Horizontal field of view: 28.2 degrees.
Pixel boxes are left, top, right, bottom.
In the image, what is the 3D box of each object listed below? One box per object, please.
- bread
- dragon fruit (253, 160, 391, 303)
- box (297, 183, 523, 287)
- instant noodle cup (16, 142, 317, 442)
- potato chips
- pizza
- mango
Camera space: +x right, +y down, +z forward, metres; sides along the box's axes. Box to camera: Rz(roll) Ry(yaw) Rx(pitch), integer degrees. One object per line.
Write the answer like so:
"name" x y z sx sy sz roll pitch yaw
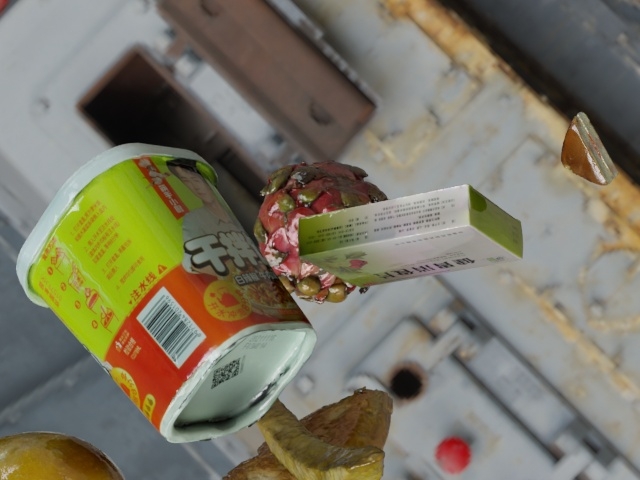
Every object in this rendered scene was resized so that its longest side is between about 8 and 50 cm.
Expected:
"bread" 0.367 -0.123 1.791 0.062 0.043 0.109 -20 101 47
"dragon fruit" 0.000 0.000 2.282 0.250 0.269 0.291 12 -151 -7
"box" 0.122 -0.002 1.735 0.175 0.260 0.062 28 -124 -54
"instant noodle cup" -0.183 0.076 1.604 0.308 0.294 0.294 49 -176 27
"potato chips" -0.004 0.265 1.574 0.080 0.057 0.407 70 163 -8
"pizza" -0.028 0.311 1.726 0.182 0.365 0.074 -5 114 40
"mango" -0.383 0.339 1.631 0.146 0.316 0.193 -49 -53 -56
